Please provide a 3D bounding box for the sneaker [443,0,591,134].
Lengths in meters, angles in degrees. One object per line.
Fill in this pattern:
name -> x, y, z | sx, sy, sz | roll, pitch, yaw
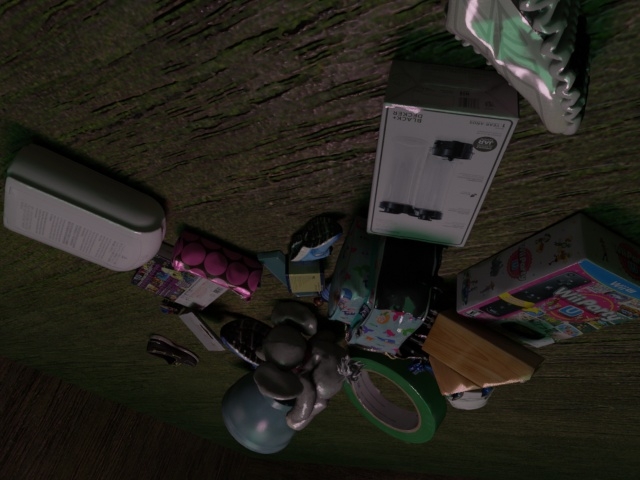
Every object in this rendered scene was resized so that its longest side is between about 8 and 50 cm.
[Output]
sneaker -> 0.208, -0.232, 0.532 | 0.118, 0.110, 0.292 | -8, 134, 42

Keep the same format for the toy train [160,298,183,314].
toy train -> -0.426, 0.192, 1.411 | 0.027, 0.036, 0.158 | 22, 168, 4

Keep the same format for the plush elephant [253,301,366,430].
plush elephant -> -0.064, 0.323, 1.329 | 0.256, 0.271, 0.330 | 31, 147, -10

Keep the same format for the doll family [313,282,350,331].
doll family -> 0.066, 0.156, 1.177 | 0.193, 0.076, 0.111 | 48, 139, -1

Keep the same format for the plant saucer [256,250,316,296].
plant saucer -> -0.076, 0.085, 1.184 | 0.067, 0.018, 0.192 | -8, 143, 30

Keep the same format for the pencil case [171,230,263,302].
pencil case -> -0.235, 0.060, 1.124 | 0.210, 0.098, 0.095 | 25, 163, -14

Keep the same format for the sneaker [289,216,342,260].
sneaker -> 0.000, 0.000, 1.005 | 0.073, 0.063, 0.162 | 11, 156, -30

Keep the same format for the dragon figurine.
dragon figurine -> 0.360, 0.319, 1.235 | 0.289, 0.085, 0.144 | -19, 117, 40

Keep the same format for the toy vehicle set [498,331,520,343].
toy vehicle set -> 0.377, 0.283, 1.310 | 0.267, 0.035, 0.166 | 4, 147, 14

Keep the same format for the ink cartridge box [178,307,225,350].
ink cartridge box -> -0.332, 0.251, 1.423 | 0.145, 0.045, 0.179 | 51, 150, -8

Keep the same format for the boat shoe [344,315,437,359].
boat shoe -> 0.205, 0.238, 1.215 | 0.325, 0.096, 0.116 | -3, 119, 22

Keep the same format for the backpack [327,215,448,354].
backpack -> 0.116, 0.087, 0.927 | 0.191, 0.225, 0.253 | 11, 145, 6

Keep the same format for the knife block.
knife block -> 0.292, 0.192, 1.051 | 0.276, 0.241, 0.088 | -24, 169, 35

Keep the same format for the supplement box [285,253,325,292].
supplement box -> -0.033, 0.071, 1.096 | 0.083, 0.056, 0.083 | -3, 147, 1

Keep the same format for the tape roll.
tape roll -> 0.205, 0.442, 1.440 | 0.321, 0.077, 0.321 | 28, 139, 27

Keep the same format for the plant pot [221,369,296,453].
plant pot -> -0.175, 0.568, 1.754 | 0.293, 0.293, 0.196 | 26, 119, -19

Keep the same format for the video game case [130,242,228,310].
video game case -> -0.363, 0.101, 1.286 | 0.210, 0.041, 0.232 | 26, 146, -20

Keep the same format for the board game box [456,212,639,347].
board game box -> 0.445, 0.092, 0.939 | 0.224, 0.097, 0.303 | 23, 146, -17

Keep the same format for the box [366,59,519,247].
box -> 0.164, -0.112, 0.733 | 0.169, 0.087, 0.289 | 8, 147, 7

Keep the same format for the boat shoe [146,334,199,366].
boat shoe -> -0.545, 0.423, 1.819 | 0.081, 0.068, 0.228 | -12, 139, 34

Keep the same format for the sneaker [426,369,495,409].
sneaker -> 0.374, 0.459, 1.515 | 0.293, 0.108, 0.169 | 3, 143, 13

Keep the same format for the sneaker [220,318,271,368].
sneaker -> -0.188, 0.349, 1.526 | 0.147, 0.129, 0.330 | -20, 136, 37

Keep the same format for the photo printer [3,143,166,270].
photo printer -> -0.487, -0.047, 1.043 | 0.308, 0.107, 0.256 | 26, 146, -20
